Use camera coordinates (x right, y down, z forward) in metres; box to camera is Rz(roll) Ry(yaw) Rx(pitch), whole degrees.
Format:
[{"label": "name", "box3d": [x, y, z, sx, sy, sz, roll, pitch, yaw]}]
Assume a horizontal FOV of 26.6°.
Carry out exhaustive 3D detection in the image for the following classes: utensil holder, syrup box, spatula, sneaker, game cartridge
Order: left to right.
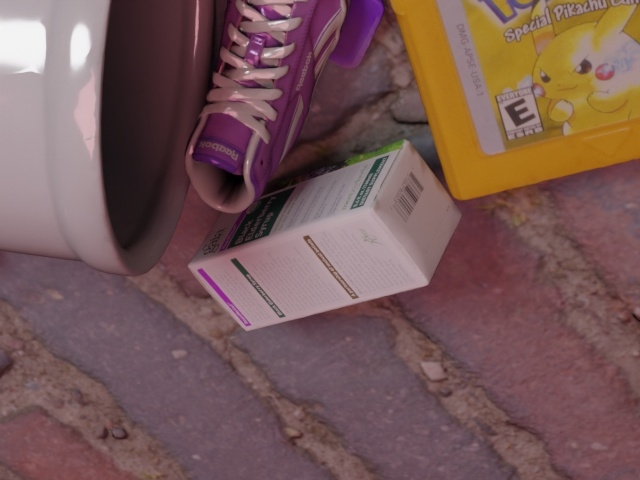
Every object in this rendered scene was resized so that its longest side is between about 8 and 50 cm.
[{"label": "utensil holder", "box3d": [-0.305, -0.158, 1.060, 0.385, 0.328, 0.328, 7, 128, 8]}, {"label": "sneaker", "box3d": [-0.048, -0.139, 1.101, 0.102, 0.161, 0.282, 17, 135, 8]}, {"label": "syrup box", "box3d": [0.000, 0.000, 1.223, 0.237, 0.093, 0.096, -16, 123, 42]}, {"label": "spatula", "box3d": [0.045, -0.261, 1.095, 0.084, 0.030, 0.296, 24, 128, -5]}, {"label": "game cartridge", "box3d": [0.201, -0.199, 1.079, 0.285, 0.053, 0.324, -14, 126, 12]}]
